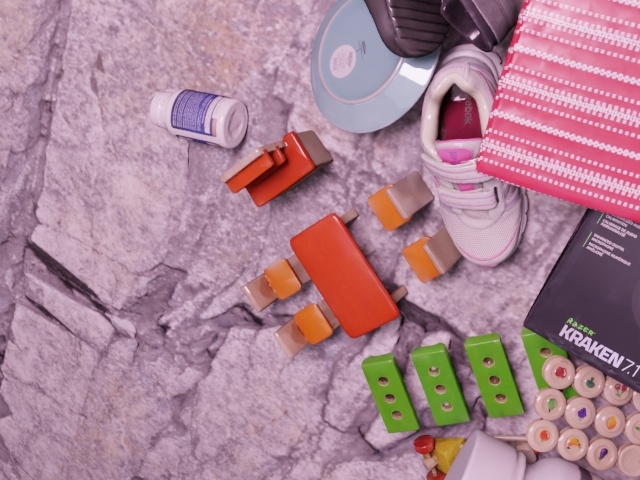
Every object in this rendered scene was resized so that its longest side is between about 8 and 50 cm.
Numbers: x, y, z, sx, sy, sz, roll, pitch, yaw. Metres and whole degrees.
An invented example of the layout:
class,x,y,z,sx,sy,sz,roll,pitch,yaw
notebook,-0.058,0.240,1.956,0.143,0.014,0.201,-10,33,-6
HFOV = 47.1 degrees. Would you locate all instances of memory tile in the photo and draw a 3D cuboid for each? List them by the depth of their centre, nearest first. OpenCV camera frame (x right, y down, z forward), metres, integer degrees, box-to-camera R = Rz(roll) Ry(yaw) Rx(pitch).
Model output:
class,x,y,z,sx,sy,sz,roll,pitch,yaw
memory tile,0.312,0.200,0.833,0.148,0.012,0.113,16,88,-5

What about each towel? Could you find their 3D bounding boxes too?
class,x,y,z,sx,sy,sz,roll,pitch,yaw
towel,0.265,-0.160,0.629,0.199,0.031,0.274,20,111,15

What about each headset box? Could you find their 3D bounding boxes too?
class,x,y,z,sx,sy,sz,roll,pitch,yaw
headset box,0.384,0.014,0.719,0.246,0.131,0.283,31,117,15

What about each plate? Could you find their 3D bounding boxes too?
class,x,y,z,sx,sy,sz,roll,pitch,yaw
plate,0.052,-0.215,0.827,0.188,0.024,0.188,-6,80,41

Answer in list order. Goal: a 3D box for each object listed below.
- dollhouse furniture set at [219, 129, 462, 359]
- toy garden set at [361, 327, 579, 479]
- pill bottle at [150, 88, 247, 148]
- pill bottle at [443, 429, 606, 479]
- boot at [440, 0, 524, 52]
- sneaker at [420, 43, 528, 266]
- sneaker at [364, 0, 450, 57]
class,x,y,z,sx,sy,sz,roll,pitch,yaw
dollhouse furniture set,0.000,0.000,0.907,0.262,0.135,0.259,-33,90,31
toy garden set,0.201,0.207,0.924,0.244,0.049,0.203,-14,110,22
pill bottle,-0.163,-0.165,0.975,0.120,0.067,0.067,15,113,22
pill bottle,0.303,0.375,0.823,0.361,0.204,0.204,27,117,11
boot,0.154,-0.357,0.640,0.223,0.118,0.338,-29,105,2
sneaker,0.160,-0.085,0.811,0.103,0.111,0.252,-8,103,29
sneaker,0.044,-0.333,0.778,0.146,0.123,0.330,-20,77,45
